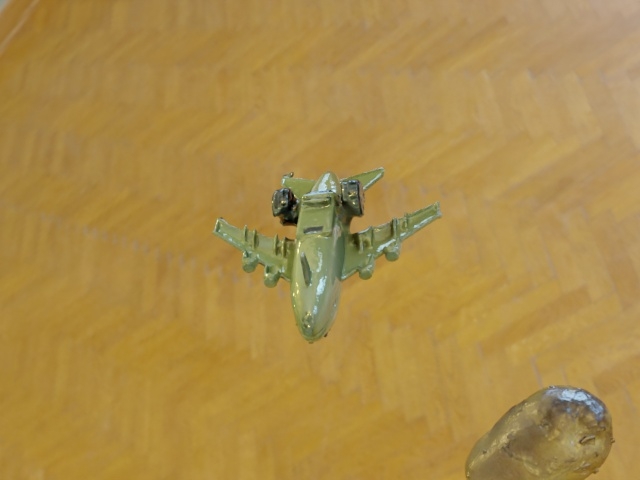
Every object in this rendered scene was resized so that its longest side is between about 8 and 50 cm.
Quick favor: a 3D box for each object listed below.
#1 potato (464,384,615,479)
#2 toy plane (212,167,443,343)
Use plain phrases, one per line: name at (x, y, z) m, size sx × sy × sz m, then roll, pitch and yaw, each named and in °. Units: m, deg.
potato at (0.109, 0.105, 0.521) m, size 0.083 × 0.040 × 0.051 m, roll -38°, pitch 35°, yaw 16°
toy plane at (0.000, 0.000, 0.441) m, size 0.102 × 0.040 × 0.111 m, roll -8°, pitch 32°, yaw 12°
